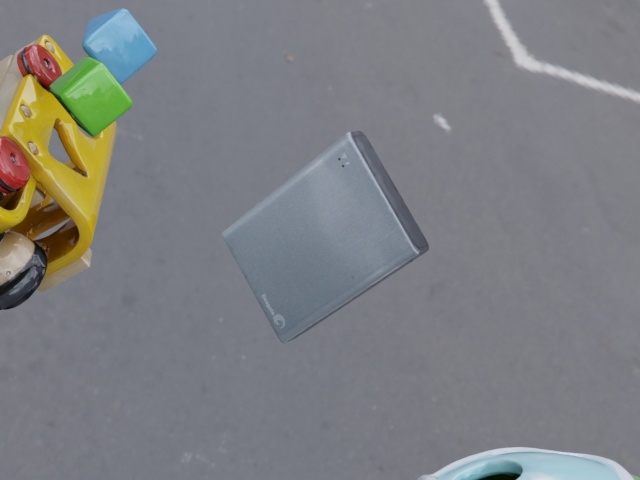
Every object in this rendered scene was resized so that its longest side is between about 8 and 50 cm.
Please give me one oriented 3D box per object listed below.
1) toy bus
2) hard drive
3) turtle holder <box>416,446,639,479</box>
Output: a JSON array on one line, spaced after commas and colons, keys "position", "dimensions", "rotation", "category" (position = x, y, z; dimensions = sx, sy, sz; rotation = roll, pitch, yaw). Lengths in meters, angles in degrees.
[{"position": [-0.170, -0.021, 0.586], "dimensions": [0.191, 0.104, 0.202], "rotation": [12, 56, 50], "category": "toy bus"}, {"position": [0.000, 0.000, 0.746], "dimensions": [0.022, 0.135, 0.094], "rotation": [-16, 73, -54], "category": "hard drive"}, {"position": [0.167, 0.251, 0.811], "dimensions": [0.227, 0.243, 0.320], "rotation": [20, 35, 1], "category": "turtle holder"}]
